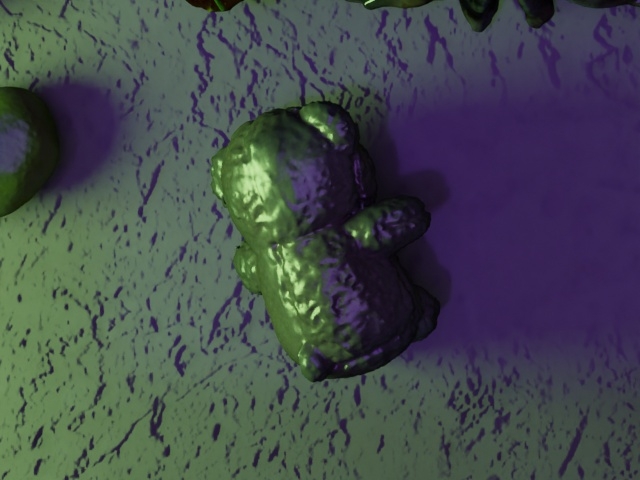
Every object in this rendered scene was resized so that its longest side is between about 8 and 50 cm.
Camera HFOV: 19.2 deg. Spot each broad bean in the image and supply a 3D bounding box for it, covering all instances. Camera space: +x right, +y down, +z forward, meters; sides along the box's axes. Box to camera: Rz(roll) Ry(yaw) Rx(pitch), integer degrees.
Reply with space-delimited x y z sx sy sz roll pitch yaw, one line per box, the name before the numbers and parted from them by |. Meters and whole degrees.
broad bean | -0.347 -0.080 1.891 0.174 0.082 0.124 -16 94 12

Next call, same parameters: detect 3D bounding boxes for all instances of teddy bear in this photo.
teddy bear | 0.000 0.001 1.813 0.236 0.151 0.267 -23 84 39

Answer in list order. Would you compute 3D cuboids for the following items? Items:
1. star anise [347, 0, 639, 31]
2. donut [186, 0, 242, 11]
star anise | 0.146 -0.304 1.732 0.359 0.139 0.316 24 132 -12
donut | -0.095 -0.331 1.752 0.089 0.235 0.235 18 105 -38
